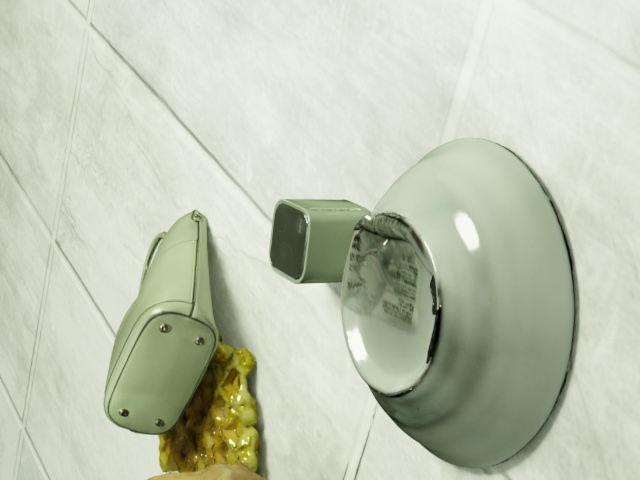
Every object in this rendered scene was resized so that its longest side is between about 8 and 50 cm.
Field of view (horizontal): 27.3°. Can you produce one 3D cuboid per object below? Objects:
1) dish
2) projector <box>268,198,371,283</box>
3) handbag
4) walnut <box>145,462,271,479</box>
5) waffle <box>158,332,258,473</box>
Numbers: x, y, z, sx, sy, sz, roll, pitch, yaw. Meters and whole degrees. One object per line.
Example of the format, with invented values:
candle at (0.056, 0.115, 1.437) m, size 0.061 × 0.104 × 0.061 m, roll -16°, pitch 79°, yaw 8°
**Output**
dish at (0.098, 0.060, 1.234) m, size 0.316 × 0.106 × 0.316 m, roll 3°, pitch 93°, yaw 60°
projector at (0.000, 0.000, 1.424) m, size 0.083 × 0.082 × 0.083 m, roll 28°, pitch 115°, yaw 56°
handbag at (-0.204, 0.095, 1.743) m, size 0.241 × 0.109 × 0.315 m, roll -60°, pitch 15°, yaw 23°
walnut at (-0.112, 0.396, 1.388) m, size 0.306 × 0.306 × 0.343 m, roll 38°, pitch 125°, yaw 53°
waffle at (-0.150, 0.256, 1.718) m, size 0.291 × 0.051 × 0.291 m, roll -1°, pitch 88°, yaw 59°
